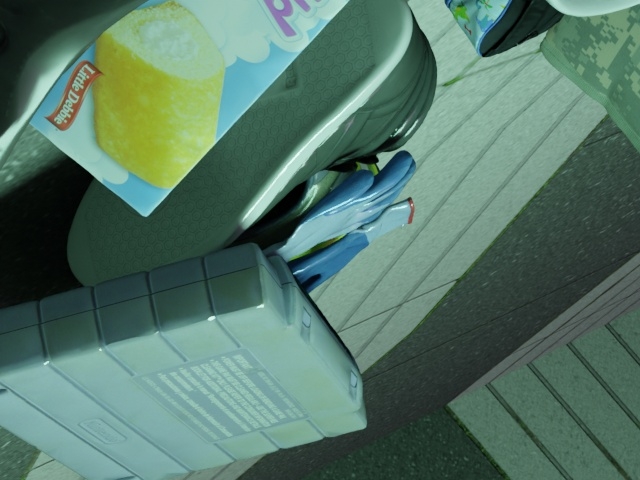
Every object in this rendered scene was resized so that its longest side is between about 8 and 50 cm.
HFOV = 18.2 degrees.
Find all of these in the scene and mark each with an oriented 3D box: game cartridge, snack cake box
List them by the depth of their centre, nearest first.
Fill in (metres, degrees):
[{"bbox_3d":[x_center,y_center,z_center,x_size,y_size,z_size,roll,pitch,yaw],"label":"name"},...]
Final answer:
[{"bbox_3d":[-0.024,-0.148,0.966,0.264,0.089,0.152,-44,-170,42],"label":"snack cake box"},{"bbox_3d":[-0.102,0.096,1.418,0.230,0.068,0.355,-19,159,5],"label":"game cartridge"}]

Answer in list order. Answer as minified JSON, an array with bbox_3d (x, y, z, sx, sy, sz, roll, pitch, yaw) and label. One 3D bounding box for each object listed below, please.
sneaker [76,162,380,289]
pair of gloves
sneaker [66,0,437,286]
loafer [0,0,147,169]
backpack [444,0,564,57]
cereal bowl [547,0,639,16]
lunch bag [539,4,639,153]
[{"bbox_3d":[-0.098,0.006,1.505,0.300,0.111,0.121,-38,154,4],"label":"sneaker"},{"bbox_3d":[0.000,0.000,1.421,0.159,0.023,0.198,-31,168,-6],"label":"pair of gloves"},{"bbox_3d":[-0.034,-0.057,1.362,0.295,0.104,0.147,-40,161,13],"label":"sneaker"},{"bbox_3d":[-0.121,-0.152,0.846,0.366,0.134,0.130,-42,-159,30],"label":"loafer"},{"bbox_3d":[0.135,-0.185,1.337,0.105,0.084,0.114,-22,159,-36],"label":"backpack"},{"bbox_3d":[0.231,-0.277,1.099,0.339,0.141,0.339,-30,166,-8],"label":"cereal bowl"},{"bbox_3d":[0.341,-0.220,1.524,0.287,0.169,0.235,-34,164,-30],"label":"lunch bag"}]
